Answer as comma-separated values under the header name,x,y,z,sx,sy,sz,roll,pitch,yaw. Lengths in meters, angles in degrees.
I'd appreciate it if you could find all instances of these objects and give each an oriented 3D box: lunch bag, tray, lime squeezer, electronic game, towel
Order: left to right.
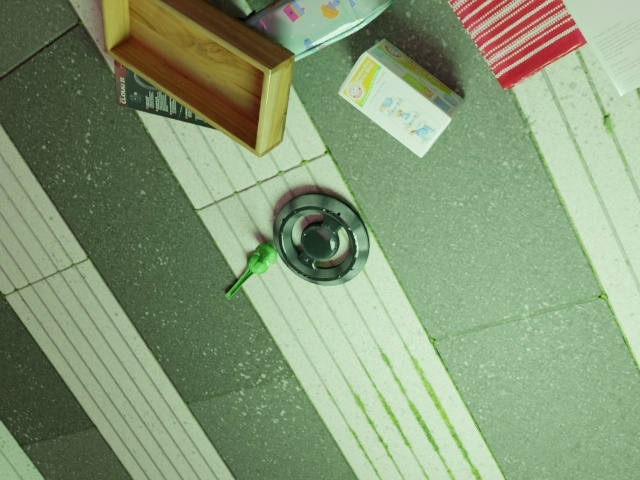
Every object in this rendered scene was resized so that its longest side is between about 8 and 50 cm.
name,x,y,z,sx,sy,sz,roll,pitch,yaw
tray,-0.233,-0.343,1.340,0.411,0.076,0.202,35,143,17
lime squeezer,-0.151,0.067,1.732,0.059,0.110,0.310,27,157,-11
lunch bag,-0.001,-0.418,1.327,0.279,0.224,0.107,-20,112,25
electronic game,0.000,0.000,1.654,0.229,0.048,0.229,9,118,18
towel,0.322,-0.414,1.270,0.199,0.031,0.275,-25,105,47

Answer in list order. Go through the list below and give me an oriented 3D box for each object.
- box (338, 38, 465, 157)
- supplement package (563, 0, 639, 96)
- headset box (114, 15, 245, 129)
name,x,y,z,sx,sy,sz,roll,pitch,yaw
box,0.154,-0.273,1.396,0.203,0.114,0.103,38,126,1
supplement package,0.480,-0.411,1.140,0.178,0.175,0.293,-27,104,35
headset box,-0.308,-0.376,1.547,0.293,0.110,0.218,15,121,16
